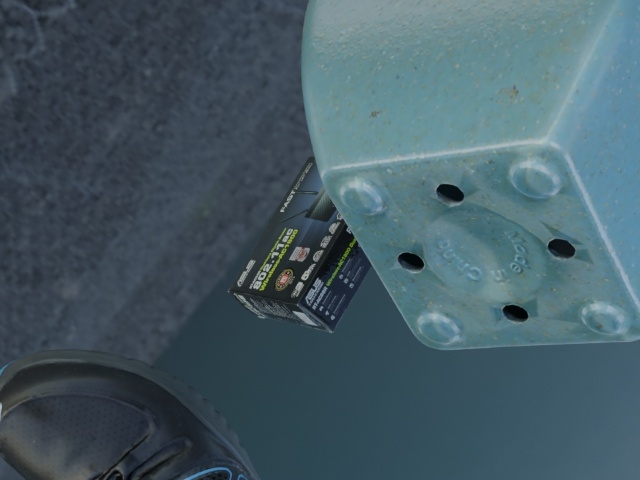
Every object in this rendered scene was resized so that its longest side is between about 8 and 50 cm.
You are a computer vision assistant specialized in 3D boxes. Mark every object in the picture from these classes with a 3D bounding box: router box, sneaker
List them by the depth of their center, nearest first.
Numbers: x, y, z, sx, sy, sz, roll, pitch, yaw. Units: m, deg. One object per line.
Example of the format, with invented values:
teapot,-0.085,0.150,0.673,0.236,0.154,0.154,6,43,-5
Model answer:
router box,0.000,0.000,1.044,0.038,0.092,0.122,40,72,-29
sneaker,-0.096,0.203,1.062,0.125,0.341,0.139,-51,-170,25

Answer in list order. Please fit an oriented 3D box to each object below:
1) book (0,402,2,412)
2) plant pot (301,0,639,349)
book,-0.264,0.133,0.873,0.144,0.035,0.096,9,93,-35
plant pot,0.131,-0.075,0.868,0.247,0.247,0.252,58,42,-33
